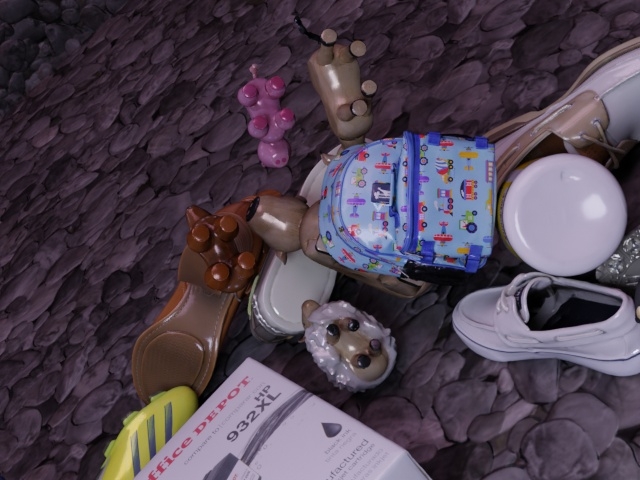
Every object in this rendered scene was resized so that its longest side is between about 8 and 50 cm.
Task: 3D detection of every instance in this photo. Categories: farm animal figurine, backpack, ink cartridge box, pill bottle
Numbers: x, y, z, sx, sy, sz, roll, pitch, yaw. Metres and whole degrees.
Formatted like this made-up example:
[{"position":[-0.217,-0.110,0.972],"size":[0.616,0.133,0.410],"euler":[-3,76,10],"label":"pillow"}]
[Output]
[{"position":[0.011,-0.038,1.462],"size":[0.330,0.327,0.172],"euler":[-54,0,-13],"label":"farm animal figurine"},{"position":[0.088,-0.039,1.325],"size":[0.117,0.173,0.158],"euler":[108,170,-77],"label":"backpack"},{"position":[-0.042,0.270,1.266],"size":[0.223,0.129,0.307],"euler":[-46,30,-14],"label":"ink cartridge box"},{"position":[0.237,-0.027,1.295],"size":[0.117,0.117,0.215],"euler":[-38,-1,5],"label":"pill bottle"}]

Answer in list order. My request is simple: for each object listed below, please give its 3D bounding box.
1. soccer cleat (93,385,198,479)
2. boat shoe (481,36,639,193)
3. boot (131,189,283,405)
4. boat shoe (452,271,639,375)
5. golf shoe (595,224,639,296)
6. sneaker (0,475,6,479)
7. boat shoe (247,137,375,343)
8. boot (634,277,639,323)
[{"position":[-0.221,0.300,1.505],"size":[0.121,0.093,0.289],"euler":[26,62,25],"label":"soccer cleat"},{"position":[0.300,-0.116,1.422],"size":[0.302,0.113,0.103],"euler":[-34,30,33],"label":"boat shoe"},{"position":[-0.136,0.072,1.646],"size":[0.109,0.283,0.220],"euler":[21,25,12],"label":"boot"},{"position":[0.223,0.068,1.281],"size":[0.258,0.084,0.095],"euler":[1,50,48],"label":"boat shoe"},{"position":[0.352,-0.007,1.276],"size":[0.176,0.069,0.086],"euler":[-33,9,10],"label":"golf shoe"},{"position":[-0.254,0.370,1.350],"size":[0.182,0.127,0.315],"euler":[-30,60,-6],"label":"sneaker"},{"position":[-0.004,-0.003,1.607],"size":[0.305,0.109,0.091],"euler":[-61,9,-31],"label":"boat shoe"},{"position":[0.337,0.118,0.952],"size":[0.284,0.138,0.377],"euler":[-135,63,-68],"label":"boot"}]
